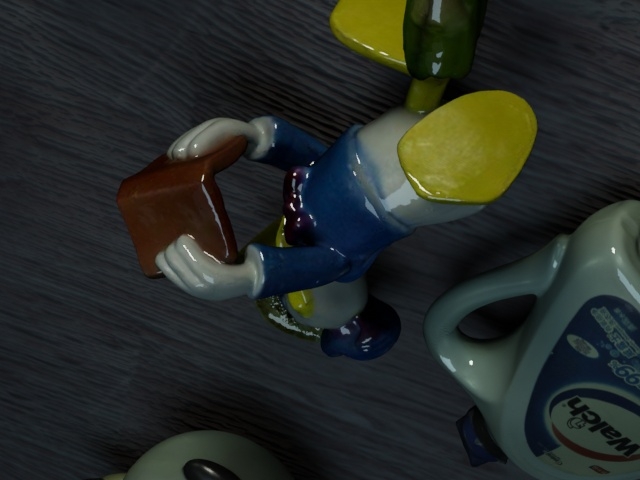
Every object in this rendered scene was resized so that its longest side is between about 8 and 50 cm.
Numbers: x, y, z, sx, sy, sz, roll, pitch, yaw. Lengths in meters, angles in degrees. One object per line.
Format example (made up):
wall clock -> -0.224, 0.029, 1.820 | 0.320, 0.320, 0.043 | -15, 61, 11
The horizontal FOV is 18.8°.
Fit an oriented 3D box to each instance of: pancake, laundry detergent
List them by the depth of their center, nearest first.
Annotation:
laundry detergent -> 0.190, 0.096, 1.481 | 0.215, 0.105, 0.280 | 42, 136, -18
pancake -> -0.010, 0.048, 1.587 | 0.108, 0.017, 0.108 | 11, 131, 14

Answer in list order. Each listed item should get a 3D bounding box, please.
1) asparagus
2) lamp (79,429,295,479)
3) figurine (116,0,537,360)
asparagus -> 0.092, -0.238, 1.215 | 0.080, 0.080, 0.287 | 14, 128, 12
lamp -> -0.120, 0.265, 1.737 | 0.244, 0.197, 0.197 | -6, 129, 40
figurine -> 0.000, 0.000, 1.412 | 0.284, 0.204, 0.338 | -9, 145, -5
